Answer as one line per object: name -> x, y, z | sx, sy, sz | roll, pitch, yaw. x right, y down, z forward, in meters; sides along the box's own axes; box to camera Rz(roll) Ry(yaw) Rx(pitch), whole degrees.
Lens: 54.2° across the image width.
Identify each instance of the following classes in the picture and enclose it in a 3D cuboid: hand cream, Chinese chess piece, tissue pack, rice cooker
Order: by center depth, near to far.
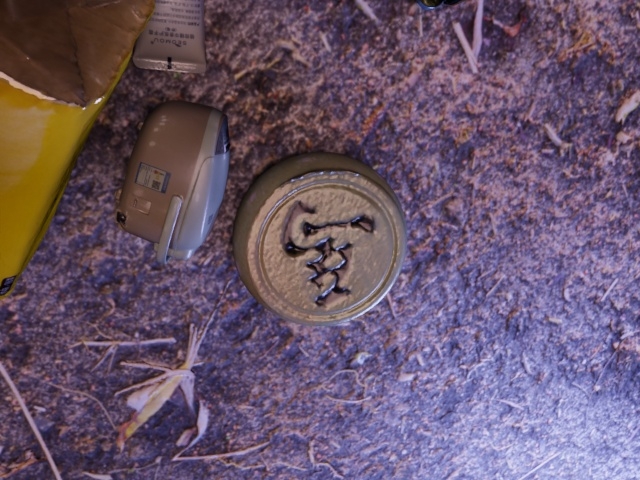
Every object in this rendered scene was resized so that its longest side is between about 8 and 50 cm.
tissue pack -> -0.373, -0.141, 0.601 | 0.293, 0.228, 0.382 | 27, 141, -21
hand cream -> -0.177, -0.345, 0.756 | 0.095, 0.059, 0.276 | 2, 113, -15
rice cooker -> -0.183, -0.076, 0.797 | 0.127, 0.145, 0.207 | 22, 106, -7
Chinese chess piece -> 0.000, 0.000, 0.888 | 0.250, 0.101, 0.251 | -4, 108, -12

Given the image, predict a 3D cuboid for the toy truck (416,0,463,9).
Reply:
toy truck -> 0.090, -0.399, 0.773 | 0.256, 0.108, 0.140 | 17, 90, -15
